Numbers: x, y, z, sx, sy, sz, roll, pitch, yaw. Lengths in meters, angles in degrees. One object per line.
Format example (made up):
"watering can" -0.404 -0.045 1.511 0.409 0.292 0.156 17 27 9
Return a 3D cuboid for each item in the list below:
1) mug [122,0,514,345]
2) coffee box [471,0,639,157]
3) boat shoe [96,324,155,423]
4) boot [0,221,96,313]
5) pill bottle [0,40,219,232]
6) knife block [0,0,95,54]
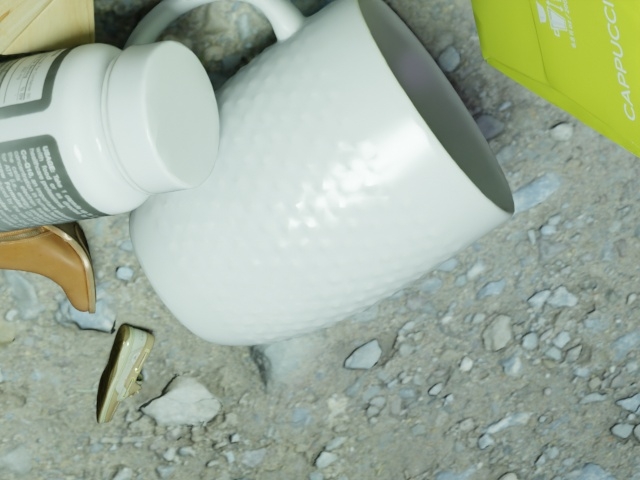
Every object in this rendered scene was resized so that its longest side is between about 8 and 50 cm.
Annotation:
"mug" -0.044 -0.088 1.649 0.328 0.276 0.374 -34 100 15
"coffee box" 0.323 -0.306 1.404 0.334 0.338 0.338 -23 120 -13
"boat shoe" -0.226 0.159 1.905 0.045 0.050 0.135 11 124 -20
"boot" -0.325 0.013 1.740 0.152 0.073 0.197 -20 120 -4
"pill bottle" -0.248 -0.095 1.544 0.283 0.161 0.161 -7 137 25
"knife block" -0.280 -0.291 1.492 0.275 0.088 0.242 -8 129 -12
